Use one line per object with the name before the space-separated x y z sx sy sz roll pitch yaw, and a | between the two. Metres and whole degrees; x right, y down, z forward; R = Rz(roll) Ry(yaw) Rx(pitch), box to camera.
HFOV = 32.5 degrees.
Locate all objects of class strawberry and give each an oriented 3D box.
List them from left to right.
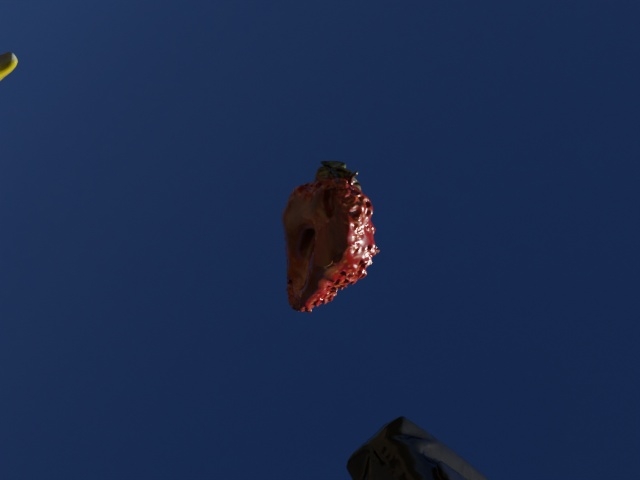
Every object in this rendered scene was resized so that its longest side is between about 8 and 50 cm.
strawberry | -0.002 0.001 0.946 0.104 0.048 0.152 41 -57 33

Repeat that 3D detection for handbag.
handbag | 0.139 0.275 0.898 0.080 0.247 0.223 -42 -134 6

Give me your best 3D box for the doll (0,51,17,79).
doll | -0.467 -0.126 1.191 0.316 0.145 0.103 -14 -98 33
